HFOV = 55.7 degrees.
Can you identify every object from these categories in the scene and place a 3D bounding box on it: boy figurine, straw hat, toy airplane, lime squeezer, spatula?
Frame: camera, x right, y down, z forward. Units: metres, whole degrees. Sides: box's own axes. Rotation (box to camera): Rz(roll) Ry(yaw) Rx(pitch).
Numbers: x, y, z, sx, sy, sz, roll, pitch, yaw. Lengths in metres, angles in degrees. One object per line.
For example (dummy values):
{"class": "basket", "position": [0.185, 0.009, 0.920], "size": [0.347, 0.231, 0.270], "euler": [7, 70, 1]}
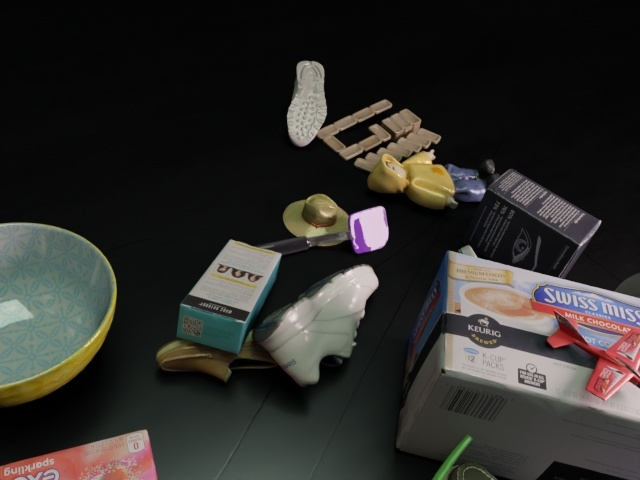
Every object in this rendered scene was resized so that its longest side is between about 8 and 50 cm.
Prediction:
{"class": "boy figurine", "position": [0.242, -0.141, 1.332], "size": [0.285, 0.092, 0.177], "euler": [5, 47, -12]}
{"class": "straw hat", "position": [-0.001, -0.058, 1.213], "size": [0.144, 0.061, 0.145], "euler": [7, 44, -6]}
{"class": "toy airplane", "position": [0.357, 0.146, 0.777], "size": [0.151, 0.028, 0.151], "euler": [7, 45, -7]}
{"class": "lime squeezer", "position": [0.132, 0.396, 0.754], "size": [0.109, 0.059, 0.311], "euler": [-5, 60, 24]}
{"class": "spatula", "position": [0.000, 0.000, 1.166], "size": [0.296, 0.084, 0.030], "euler": [-12, 7, -15]}

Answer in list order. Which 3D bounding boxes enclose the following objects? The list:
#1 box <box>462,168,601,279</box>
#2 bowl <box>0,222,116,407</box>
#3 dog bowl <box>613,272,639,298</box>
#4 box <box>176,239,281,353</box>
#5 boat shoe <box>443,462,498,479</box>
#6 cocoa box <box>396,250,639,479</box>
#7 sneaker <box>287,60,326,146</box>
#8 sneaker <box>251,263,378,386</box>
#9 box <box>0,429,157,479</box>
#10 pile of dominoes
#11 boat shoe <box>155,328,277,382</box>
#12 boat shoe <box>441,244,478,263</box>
{"class": "box", "position": [0.413, -0.016, 1.200], "size": [0.207, 0.153, 0.108], "euler": [37, 48, 22]}
{"class": "bowl", "position": [-0.436, 0.128, 0.858], "size": [0.289, 0.156, 0.290], "euler": [6, 44, -6]}
{"class": "dog bowl", "position": [0.555, 0.181, 0.952], "size": [0.104, 0.265, 0.265], "euler": [5, 45, -5]}
{"class": "box", "position": [-0.141, 0.082, 0.985], "size": [0.100, 0.060, 0.244], "euler": [15, 25, 4]}
{"class": "boat shoe", "position": [0.270, 0.412, 0.767], "size": [0.109, 0.091, 0.305], "euler": [-16, 55, -29]}
{"class": "cocoa box", "position": [0.314, 0.203, 0.898], "size": [0.346, 0.232, 0.228], "euler": [14, 45, 1]}
{"class": "sneaker", "position": [-0.034, -0.315, 1.454], "size": [0.090, 0.095, 0.235], "euler": [13, 63, -7]}
{"class": "sneaker", "position": [0.012, 0.135, 1.006], "size": [0.297, 0.111, 0.129], "euler": [-32, 90, -47]}
{"class": "box", "position": [-0.329, 0.345, 0.674], "size": [0.299, 0.142, 0.154], "euler": [-8, 49, -20]}
{"class": "pile of dominoes", "position": [0.141, -0.241, 1.464], "size": [0.251, 0.040, 0.196], "euler": [-30, 58, -25]}
{"class": "boat shoe", "position": [-0.155, 0.184, 0.936], "size": [0.189, 0.068, 0.072], "euler": [-7, 59, -19]}
{"class": "boat shoe", "position": [0.296, 0.111, 1.110], "size": [0.070, 0.078, 0.219], "euler": [-30, 54, 7]}
